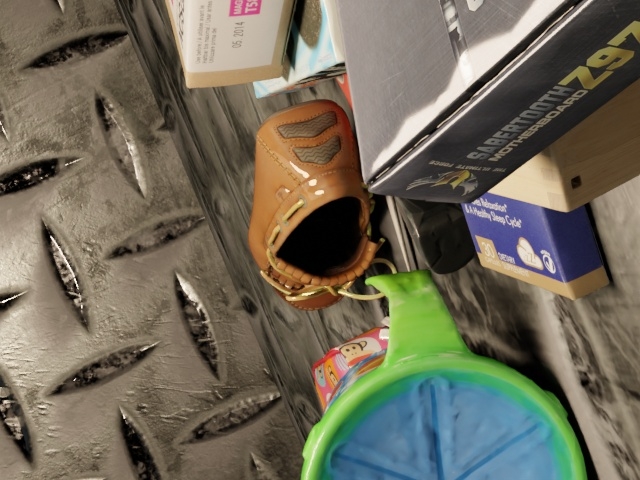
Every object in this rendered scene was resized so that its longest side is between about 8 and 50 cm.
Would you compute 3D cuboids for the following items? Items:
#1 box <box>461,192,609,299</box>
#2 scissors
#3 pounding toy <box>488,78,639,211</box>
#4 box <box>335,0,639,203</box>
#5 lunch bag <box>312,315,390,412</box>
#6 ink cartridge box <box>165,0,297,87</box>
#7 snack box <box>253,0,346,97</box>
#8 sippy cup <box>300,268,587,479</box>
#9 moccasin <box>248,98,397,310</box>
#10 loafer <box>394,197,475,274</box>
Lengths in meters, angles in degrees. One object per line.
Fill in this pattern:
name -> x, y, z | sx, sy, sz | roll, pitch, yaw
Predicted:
box -> 0.119, -0.077, 0.695 | 0.136, 0.036, 0.225 | -154, 43, -72
scissors -> 0.056, -0.086, 0.976 | 0.297, 0.021, 0.109 | 71, 165, -12
pounding toy -> 0.123, -0.069, 0.511 | 0.141, 0.130, 0.100 | 23, 135, 61
box -> 0.068, -0.156, 0.395 | 0.183, 0.059, 0.232 | -41, 50, 53
lunch bag -> 0.099, 0.241, 1.164 | 0.258, 0.120, 0.293 | 119, 127, -74
ink cartridge box -> -0.079, -0.260, 0.777 | 0.234, 0.088, 0.193 | 111, 147, -64
snack box -> -0.021, -0.232, 0.885 | 0.322, 0.060, 0.187 | -169, 67, -76
sippy cup -> 0.092, 0.196, 0.916 | 0.240, 0.305, 0.224 | 28, -178, -6
moccasin -> 0.003, -0.001, 1.116 | 0.380, 0.139, 0.147 | 104, 147, -63
loafer -> 0.081, -0.053, 0.846 | 0.061, 0.062, 0.170 | -125, 17, -60
